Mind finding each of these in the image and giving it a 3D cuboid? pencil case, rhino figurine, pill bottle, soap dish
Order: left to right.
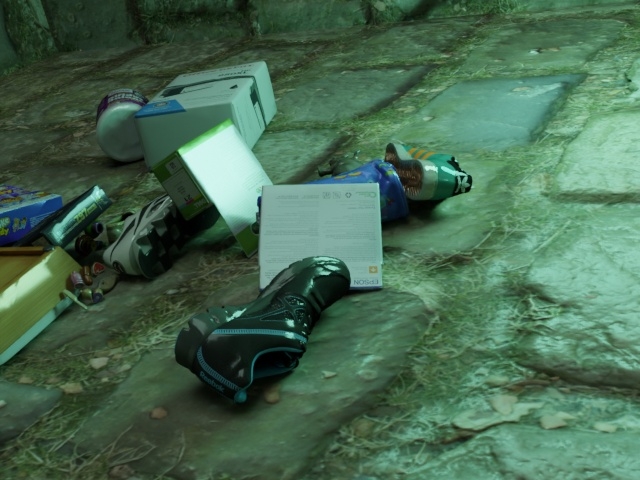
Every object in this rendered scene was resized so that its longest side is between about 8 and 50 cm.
[{"bbox_3d":[-0.614,0.114,1.587,0.229,0.118,0.291,-1,28,23],"label":"soap dish"},{"bbox_3d":[-0.568,-0.349,2.478,0.169,0.169,0.301,-16,25,-7],"label":"pill bottle"},{"bbox_3d":[0.018,-0.071,1.669,0.306,0.133,0.119,-15,17,-9],"label":"pencil case"},{"bbox_3d":[0.050,-0.142,1.873,0.106,0.073,0.243,-11,23,12],"label":"rhino figurine"}]

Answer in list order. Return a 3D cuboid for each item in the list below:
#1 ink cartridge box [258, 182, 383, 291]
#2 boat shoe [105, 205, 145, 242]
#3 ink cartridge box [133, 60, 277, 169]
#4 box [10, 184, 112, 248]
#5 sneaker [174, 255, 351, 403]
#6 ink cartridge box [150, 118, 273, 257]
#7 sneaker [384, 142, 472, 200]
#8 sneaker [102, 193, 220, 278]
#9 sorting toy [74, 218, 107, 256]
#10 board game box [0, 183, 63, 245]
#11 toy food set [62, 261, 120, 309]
[{"bbox_3d":[0.000,0.000,1.531,0.223,0.045,0.224,0,60,2],"label":"ink cartridge box"},{"bbox_3d":[-0.438,-0.047,1.926,0.056,0.048,0.153,0,28,24],"label":"boat shoe"},{"bbox_3d":[-0.310,-0.357,2.378,0.286,0.166,0.395,-6,25,13],"label":"ink cartridge box"},{"bbox_3d":[-0.565,-0.013,1.777,0.233,0.059,0.183,-23,21,41],"label":"box"},{"bbox_3d":[-0.059,0.139,1.323,0.140,0.125,0.341,39,48,26],"label":"sneaker"},{"bbox_3d":[-0.196,-0.096,1.743,0.097,0.255,0.189,-26,11,40],"label":"ink cartridge box"},{"bbox_3d":[0.216,-0.136,1.770,0.121,0.108,0.302,4,15,-15],"label":"sneaker"},{"bbox_3d":[-0.332,-0.044,1.782,0.146,0.122,0.330,1,31,33],"label":"sneaker"},{"bbox_3d":[-0.493,-0.005,1.851,0.042,0.061,0.102,0,51,24],"label":"sorting toy"},{"bbox_3d":[-0.807,-0.042,1.957,0.233,0.078,0.347,10,21,33],"label":"board game box"},{"bbox_3d":[-0.443,0.078,1.641,0.019,0.078,0.122,-46,10,34],"label":"toy food set"}]
